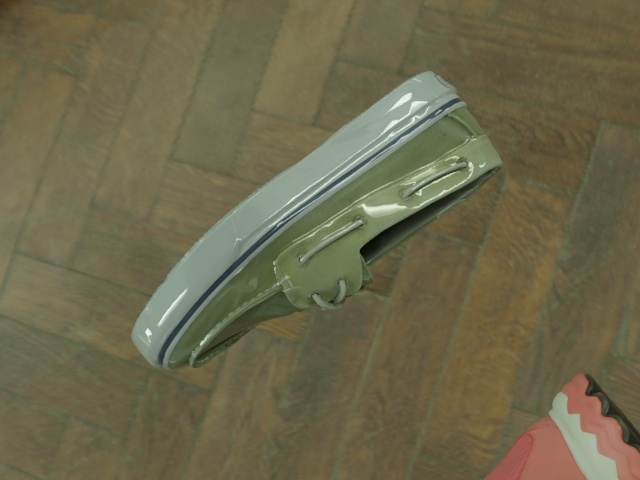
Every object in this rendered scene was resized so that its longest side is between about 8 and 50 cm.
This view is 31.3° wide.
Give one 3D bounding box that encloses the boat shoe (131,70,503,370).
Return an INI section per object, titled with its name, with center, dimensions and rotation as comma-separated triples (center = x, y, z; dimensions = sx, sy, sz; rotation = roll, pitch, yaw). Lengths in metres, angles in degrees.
[boat shoe]
center = 0.000, 0.000, 0.823
dimensions = 0.302, 0.109, 0.094
rotation = -41, 76, -3

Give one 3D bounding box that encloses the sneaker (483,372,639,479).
[sneaker]
center = 0.163, 0.204, 0.654
dimensions = 0.136, 0.314, 0.116
rotation = -40, 105, 11
